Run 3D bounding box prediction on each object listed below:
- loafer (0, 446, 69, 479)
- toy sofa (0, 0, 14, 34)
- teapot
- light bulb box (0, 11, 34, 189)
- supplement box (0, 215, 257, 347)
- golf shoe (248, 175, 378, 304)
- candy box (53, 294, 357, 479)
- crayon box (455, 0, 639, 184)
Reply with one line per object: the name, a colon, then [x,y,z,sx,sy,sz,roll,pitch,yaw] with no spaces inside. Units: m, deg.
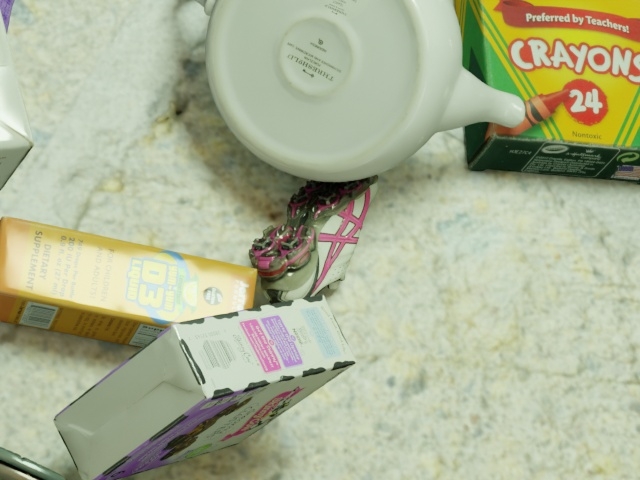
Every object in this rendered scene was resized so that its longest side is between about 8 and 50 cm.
loafer: [-0.229,0.237,1.606,0.267,0.096,0.084,25,67,-8]
toy sofa: [-0.340,-0.300,1.779,0.177,0.150,0.362,16,63,-9]
teapot: [0.022,-0.179,1.819,0.256,0.252,0.187,68,21,-2]
light bulb box: [-0.461,-0.078,1.488,0.358,0.361,0.225,-3,66,-31]
supplement box: [-0.177,0.045,1.717,0.233,0.080,0.078,12,65,-15]
golf shoe: [0.000,0.000,1.811,0.186,0.067,0.086,-48,129,-40]
candy box: [-0.094,0.123,1.619,0.196,0.165,0.070,-10,67,-51]
crayon box: [0.240,-0.222,1.971,0.202,0.081,0.318,4,65,-16]
